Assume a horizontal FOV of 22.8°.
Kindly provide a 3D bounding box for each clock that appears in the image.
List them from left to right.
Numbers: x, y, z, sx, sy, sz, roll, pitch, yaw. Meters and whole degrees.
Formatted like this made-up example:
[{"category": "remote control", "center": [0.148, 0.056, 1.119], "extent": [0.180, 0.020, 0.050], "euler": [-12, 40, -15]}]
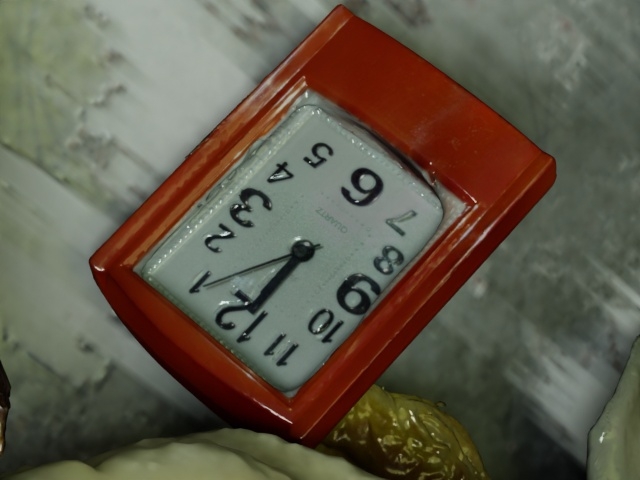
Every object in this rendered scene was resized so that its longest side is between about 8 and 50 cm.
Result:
[{"category": "clock", "center": [0.000, 0.000, 0.621], "extent": [0.113, 0.061, 0.155], "euler": [39, 73, 18]}]

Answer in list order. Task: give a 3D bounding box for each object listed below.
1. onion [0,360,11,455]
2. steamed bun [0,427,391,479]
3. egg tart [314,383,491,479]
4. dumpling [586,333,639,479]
[{"category": "onion", "center": [-0.174, -0.005, 0.470], "extent": [0.218, 0.195, 0.140], "euler": [47, 113, 8]}, {"category": "steamed bun", "center": [-0.043, 0.207, 0.461], "extent": [0.372, 0.325, 0.230], "euler": [-12, 136, -54]}, {"category": "egg tart", "center": [0.012, 0.115, 0.648], "extent": [0.130, 0.052, 0.130], "euler": [-1, 92, -25]}, {"category": "dumpling", "center": [0.172, 0.128, 0.705], "extent": [0.150, 0.092, 0.176], "euler": [4, 89, -29]}]
